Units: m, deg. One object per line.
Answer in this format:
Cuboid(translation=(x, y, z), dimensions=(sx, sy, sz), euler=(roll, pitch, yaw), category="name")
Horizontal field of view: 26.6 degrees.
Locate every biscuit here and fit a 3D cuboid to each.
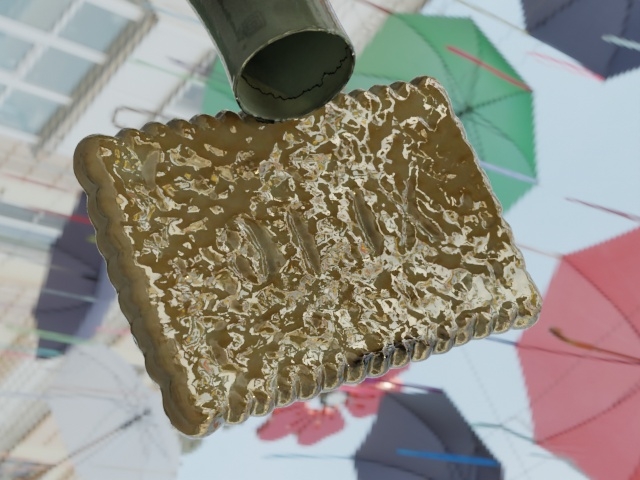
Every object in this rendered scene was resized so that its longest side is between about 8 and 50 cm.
Cuboid(translation=(0.000, 0.000, 0.948), dimensions=(0.044, 0.324, 0.217), euler=(-41, -110, 52), category="biscuit")

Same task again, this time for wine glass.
Cuboid(translation=(-0.055, -0.196, 0.966), dimensions=(0.103, 0.103, 0.231), euler=(-42, -128, 28), category="wine glass")
